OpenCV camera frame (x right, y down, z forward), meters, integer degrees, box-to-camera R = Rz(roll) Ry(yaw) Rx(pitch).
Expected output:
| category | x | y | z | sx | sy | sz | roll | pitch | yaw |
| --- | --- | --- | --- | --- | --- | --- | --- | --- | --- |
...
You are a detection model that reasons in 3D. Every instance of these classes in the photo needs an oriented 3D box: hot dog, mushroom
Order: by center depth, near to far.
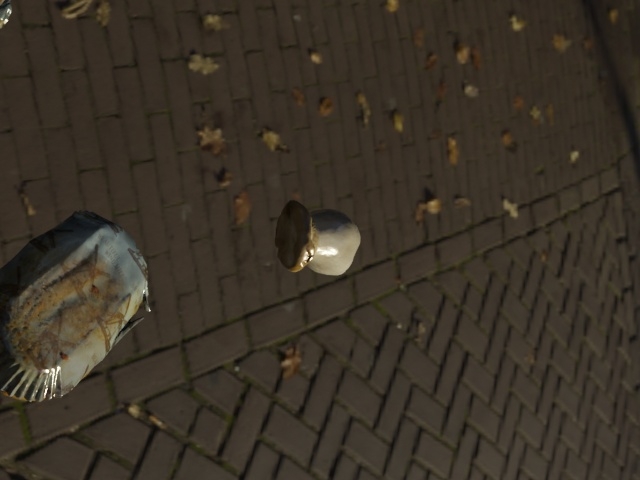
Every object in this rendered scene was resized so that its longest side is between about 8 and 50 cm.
| category | x | y | z | sx | sy | sz | roll | pitch | yaw |
| --- | --- | --- | --- | --- | --- | --- | --- | --- | --- |
| hot dog | -0.299 | 0.070 | 1.128 | 0.162 | 0.082 | 0.270 | 60 | 35 | -16 |
| mushroom | -0.002 | 0.000 | 1.375 | 0.097 | 0.088 | 0.212 | -57 | 163 | 11 |

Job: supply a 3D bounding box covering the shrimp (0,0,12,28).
| category | x | y | z | sx | sy | sz | roll | pitch | yaw |
| --- | --- | --- | --- | --- | --- | --- | --- | --- | --- |
| shrimp | -0.292 | -0.114 | 0.612 | 0.219 | 0.152 | 0.046 | -51 | 144 | -30 |
